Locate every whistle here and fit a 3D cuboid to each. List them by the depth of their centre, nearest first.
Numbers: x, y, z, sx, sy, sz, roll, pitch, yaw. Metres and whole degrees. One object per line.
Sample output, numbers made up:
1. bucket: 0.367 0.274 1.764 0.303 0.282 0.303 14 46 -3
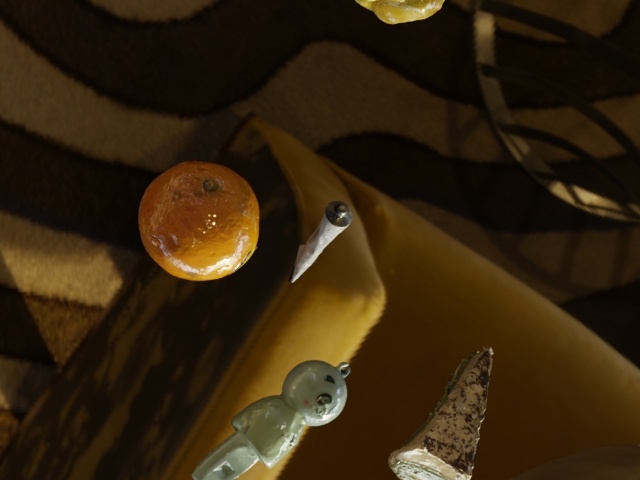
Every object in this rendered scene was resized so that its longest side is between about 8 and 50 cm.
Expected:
1. whistle: -0.024 0.096 0.661 0.100 0.035 0.035 -37 115 -11

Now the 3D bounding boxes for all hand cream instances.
1. hand cream: 0.000 0.000 0.847 0.019 0.093 0.030 22 61 -8

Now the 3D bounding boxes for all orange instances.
1. orange: -0.081 -0.014 0.842 0.083 0.083 0.084 -5 111 -12

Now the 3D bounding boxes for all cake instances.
1. cake: 0.109 0.142 0.997 0.055 0.140 0.051 44 136 -1

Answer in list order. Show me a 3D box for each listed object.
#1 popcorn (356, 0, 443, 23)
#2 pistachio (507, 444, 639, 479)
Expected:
1. popcorn: 0.116 -0.399 1.471 0.286 0.252 0.215 -53 157 -9
2. pistachio: 0.086 0.151 0.530 0.185 0.126 0.108 -32 125 20
